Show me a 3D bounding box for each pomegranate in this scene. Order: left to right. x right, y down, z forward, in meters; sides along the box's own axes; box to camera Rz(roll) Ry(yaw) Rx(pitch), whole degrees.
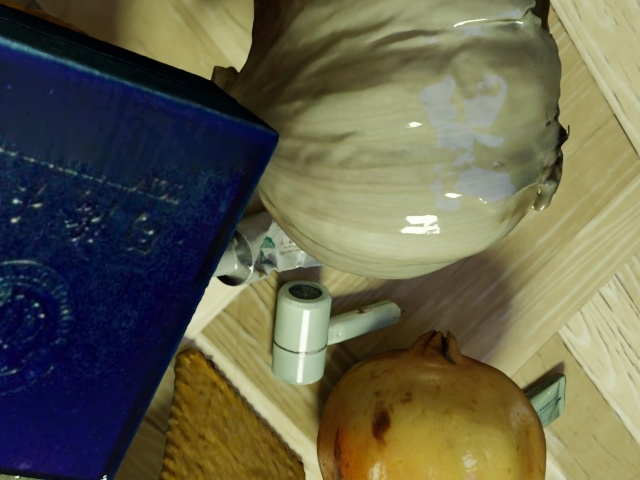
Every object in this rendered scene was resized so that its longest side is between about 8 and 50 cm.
[{"bbox_3d":[0.103,0.192,1.411,0.209,0.209,0.209,-17,125,-26],"label":"pomegranate"}]

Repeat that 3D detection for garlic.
[{"bbox_3d":[0.055,-0.119,1.134,0.241,0.322,0.322,21,105,-15],"label":"garlic"}]

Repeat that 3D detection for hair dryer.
[{"bbox_3d":[0.019,0.070,1.391,0.137,0.047,0.082,-13,123,-35],"label":"hair dryer"}]

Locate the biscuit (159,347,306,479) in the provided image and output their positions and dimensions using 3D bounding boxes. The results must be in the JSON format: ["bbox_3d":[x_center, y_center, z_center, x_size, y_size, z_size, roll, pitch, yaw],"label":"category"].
[{"bbox_3d":[-0.071,0.235,1.332,0.013,0.232,0.237,-16,136,23],"label":"biscuit"}]

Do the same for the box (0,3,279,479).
[{"bbox_3d":[-0.202,0.003,1.005,0.261,0.116,0.279,16,105,-40],"label":"box"}]

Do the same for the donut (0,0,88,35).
[{"bbox_3d":[-0.249,-0.048,1.088,0.277,0.108,0.277,-17,126,-26],"label":"donut"}]

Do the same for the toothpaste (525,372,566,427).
[{"bbox_3d":[0.155,0.209,1.573,0.233,0.038,0.060,-30,133,-20],"label":"toothpaste"}]

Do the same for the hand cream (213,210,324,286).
[{"bbox_3d":[-0.002,-0.002,1.329,0.257,0.050,0.084,-13,125,-36],"label":"hand cream"}]

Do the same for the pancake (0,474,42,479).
[{"bbox_3d":[-0.256,0.156,1.264,0.158,0.028,0.158,-20,128,-27],"label":"pancake"}]
